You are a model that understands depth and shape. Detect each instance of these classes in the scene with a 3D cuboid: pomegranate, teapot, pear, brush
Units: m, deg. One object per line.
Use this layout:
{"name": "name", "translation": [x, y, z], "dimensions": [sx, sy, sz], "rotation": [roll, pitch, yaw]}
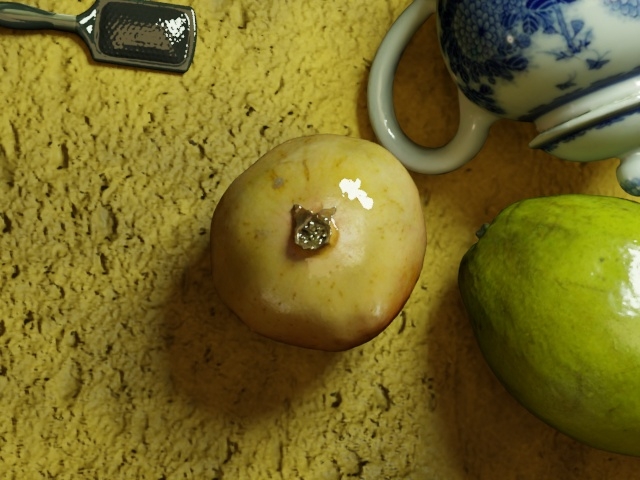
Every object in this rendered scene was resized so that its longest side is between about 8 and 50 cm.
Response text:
{"name": "pomegranate", "translation": [-0.002, -0.001, 1.009], "dimensions": [0.191, 0.191, 0.191], "rotation": [0, 87, -8]}
{"name": "teapot", "translation": [0.230, -0.170, 1.014], "dimensions": [0.424, 0.252, 0.280], "rotation": [-19, 87, 24]}
{"name": "pear", "translation": [0.245, 0.070, 1.026], "dimensions": [0.269, 0.212, 0.212], "rotation": [40, 82, 13]}
{"name": "brush", "translation": [-0.208, -0.192, 1.075], "dimensions": [0.193, 0.016, 0.063], "rotation": [6, 85, -8]}
